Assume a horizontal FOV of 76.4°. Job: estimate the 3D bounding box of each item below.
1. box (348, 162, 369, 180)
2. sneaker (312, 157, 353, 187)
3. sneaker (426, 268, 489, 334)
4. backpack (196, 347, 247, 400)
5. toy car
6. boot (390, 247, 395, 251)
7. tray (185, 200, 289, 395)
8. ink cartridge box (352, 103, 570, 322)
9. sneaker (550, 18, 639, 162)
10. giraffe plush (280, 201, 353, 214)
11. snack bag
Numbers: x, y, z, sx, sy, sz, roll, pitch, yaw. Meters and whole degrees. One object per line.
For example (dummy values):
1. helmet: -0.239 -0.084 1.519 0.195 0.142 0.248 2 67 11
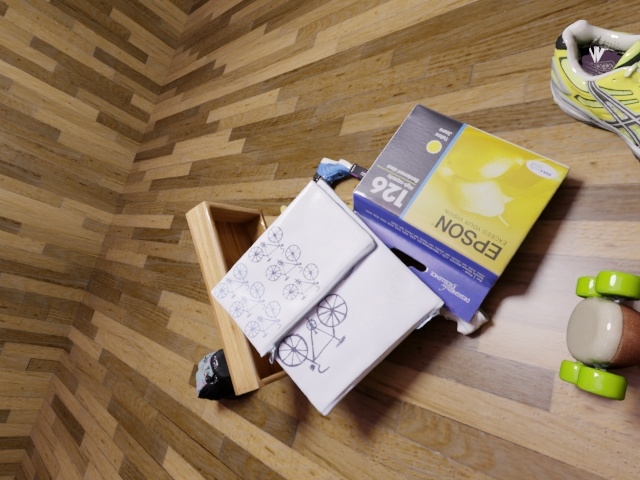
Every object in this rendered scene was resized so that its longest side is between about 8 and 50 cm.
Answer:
1. box: 0.148 -0.114 0.910 0.162 0.116 0.029 37 96 46
2. sneaker: 0.035 -0.170 1.085 0.152 0.058 0.085 25 84 51
3. sneaker: 0.241 0.110 0.764 0.061 0.053 0.152 -51 45 17
4. backpack: -0.255 0.354 1.081 0.182 0.151 0.115 -44 40 38
5. toy car: 0.442 0.140 0.532 0.188 0.149 0.155 13 84 17
6. boot: 0.130 0.028 0.883 0.246 0.083 0.161 2 110 10
7. tray: -0.164 0.119 0.944 0.076 0.202 0.412 -28 74 27
8. ink cartridge box: 0.221 -0.065 0.745 0.303 0.072 0.307 33 83 23
9. sneaker: 0.495 -0.205 0.595 0.145 0.147 0.385 -51 47 11
10. giraffe plush: 0.000 0.000 0.982 0.181 0.210 0.171 16 111 51
11. snack bag: -0.002 0.108 0.765 0.323 0.037 0.342 -45 74 7
